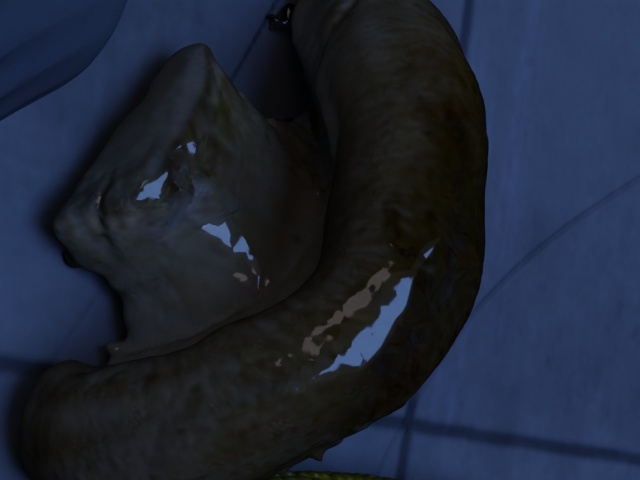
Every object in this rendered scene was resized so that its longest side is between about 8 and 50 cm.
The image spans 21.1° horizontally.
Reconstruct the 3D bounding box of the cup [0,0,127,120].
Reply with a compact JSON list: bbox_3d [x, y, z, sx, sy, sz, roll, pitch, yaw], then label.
[{"bbox_3d":[-0.246,-0.074,0.439,0.371,0.253,0.253,-27,108,-40],"label":"cup"}]

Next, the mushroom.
[{"bbox_3d":[0.000,0.000,0.718,0.156,0.151,0.285,47,62,-33],"label":"mushroom"}]

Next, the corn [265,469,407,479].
[{"bbox_3d":[0.042,0.148,0.816,0.206,0.067,0.067,16,81,-37],"label":"corn"}]
